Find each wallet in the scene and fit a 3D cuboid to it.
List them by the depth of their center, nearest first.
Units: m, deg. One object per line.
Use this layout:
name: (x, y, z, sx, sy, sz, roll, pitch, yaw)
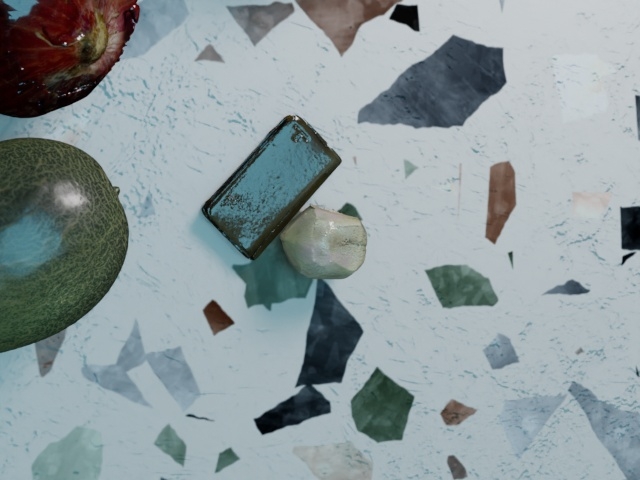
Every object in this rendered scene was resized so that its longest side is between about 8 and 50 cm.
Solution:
wallet: (-0.068, -0.078, 1.779, 0.110, 0.031, 0.198, 46, 79, -18)

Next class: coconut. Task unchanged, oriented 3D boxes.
coconut: (0.000, 0.000, 1.774, 0.124, 0.110, 0.110, 8, 93, -28)

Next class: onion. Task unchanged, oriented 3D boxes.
onion: (-0.360, -0.287, 1.537, 0.276, 0.276, 0.276, -2, 97, -21)

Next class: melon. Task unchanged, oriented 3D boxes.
melon: (-0.395, 0.012, 1.549, 0.329, 0.248, 0.249, -28, 105, -9)
